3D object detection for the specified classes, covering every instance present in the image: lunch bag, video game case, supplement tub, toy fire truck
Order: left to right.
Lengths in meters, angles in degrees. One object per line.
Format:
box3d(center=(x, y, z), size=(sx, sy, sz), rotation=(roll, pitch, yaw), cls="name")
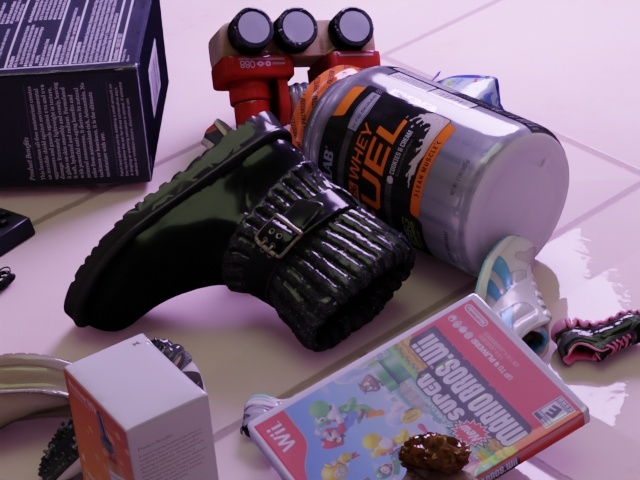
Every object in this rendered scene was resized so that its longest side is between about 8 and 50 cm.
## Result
box3d(center=(-0.022, -0.179, 2.288), size=(0.217, 0.246, 0.158), rotation=(-3, -10, -20), cls="toy fire truck")
box3d(center=(0.096, 0.183, 1.747), size=(0.285, 0.025, 0.204), rotation=(-29, 47, -15), cls="video game case")
box3d(center=(0.122, -0.092, 2.079), size=(0.193, 0.194, 0.316), rotation=(-30, 40, -33), cls="supplement tub")
box3d(center=(0.148, -0.156, 2.271), size=(0.151, 0.096, 0.129), rotation=(4, 33, 38), cls="lunch bag")

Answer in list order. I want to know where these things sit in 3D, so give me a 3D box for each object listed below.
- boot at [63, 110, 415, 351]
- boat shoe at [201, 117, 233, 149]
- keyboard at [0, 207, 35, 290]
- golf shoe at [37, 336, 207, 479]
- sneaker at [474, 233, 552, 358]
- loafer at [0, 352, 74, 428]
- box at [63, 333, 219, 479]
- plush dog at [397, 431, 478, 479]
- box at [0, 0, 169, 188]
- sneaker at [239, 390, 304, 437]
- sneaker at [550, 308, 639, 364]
box3d(center=(-0.093, 0.044, 1.961), size=(0.348, 0.131, 0.260), rotation=(-41, 73, -3), cls="boot")
box3d(center=(-0.120, -0.111, 2.275), size=(0.043, 0.049, 0.137), rotation=(-49, 39, 11), cls="boat shoe")
box3d(center=(-0.473, 0.047, 2.091), size=(0.201, 0.033, 0.317), rotation=(21, 42, 33), cls="keyboard")
box3d(center=(-0.199, 0.195, 1.796), size=(0.198, 0.094, 0.077), rotation=(-42, 27, -7), cls="golf shoe")
box3d(center=(0.211, 0.084, 1.907), size=(0.092, 0.087, 0.229), rotation=(9, 44, 15), cls="sneaker")
box3d(center=(-0.362, 0.174, 1.831), size=(0.268, 0.102, 0.092), rotation=(1, 67, -3), cls="loafer")
box3d(center=(-0.171, 0.202, 1.690), size=(0.091, 0.170, 0.130), rotation=(-23, 37, -26), cls="box")
box3d(center=(0.094, 0.293, 1.480), size=(0.210, 0.262, 0.225), rotation=(-6, 25, 27), cls="plush dog")
box3d(center=(-0.365, -0.214, 2.332), size=(0.294, 0.183, 0.296), rotation=(-2, 32, 2), cls="box")
box3d(center=(-0.036, 0.192, 1.813), size=(0.098, 0.038, 0.069), rotation=(-6, 34, 16), cls="sneaker")
box3d(center=(0.312, 0.110, 1.889), size=(0.119, 0.047, 0.057), rotation=(-9, 40, 6), cls="sneaker")
